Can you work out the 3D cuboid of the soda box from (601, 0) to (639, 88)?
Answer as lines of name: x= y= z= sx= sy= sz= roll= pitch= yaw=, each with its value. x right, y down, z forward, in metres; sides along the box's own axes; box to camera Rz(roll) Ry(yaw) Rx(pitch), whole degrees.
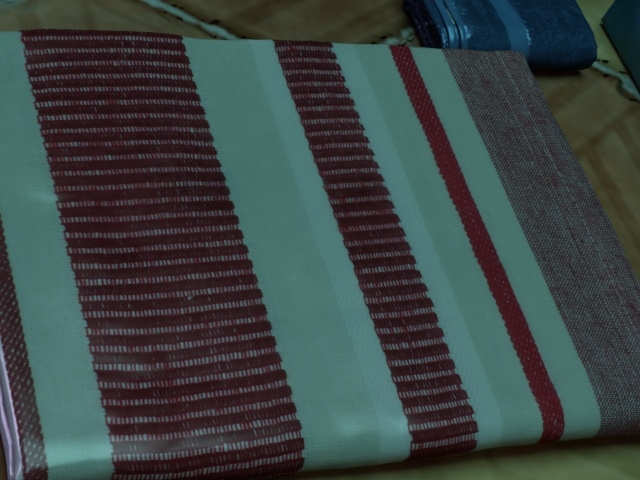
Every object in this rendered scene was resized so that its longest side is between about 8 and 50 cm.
soda box: x=0.255 y=-0.087 z=0.801 sx=0.067 sy=0.071 sz=0.210 roll=1 pitch=51 yaw=-28

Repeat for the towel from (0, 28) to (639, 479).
towel: x=0.000 y=0.000 z=0.614 sx=0.329 sy=0.037 sz=0.237 roll=-1 pitch=54 yaw=-27

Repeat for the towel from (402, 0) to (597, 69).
towel: x=0.112 y=-0.133 z=0.797 sx=0.119 sy=0.029 sz=0.067 roll=-3 pitch=54 yaw=-31
